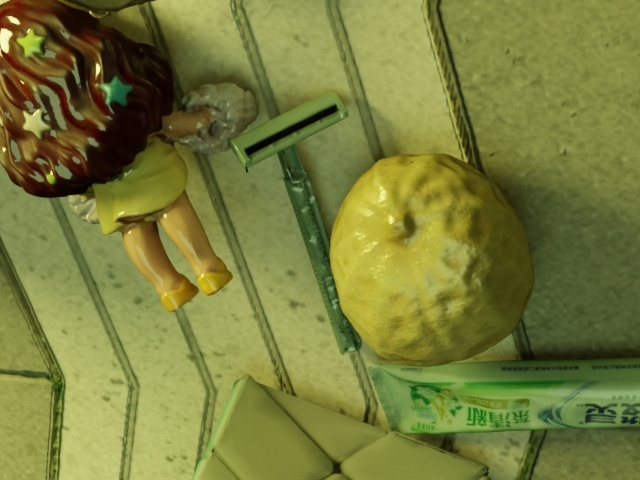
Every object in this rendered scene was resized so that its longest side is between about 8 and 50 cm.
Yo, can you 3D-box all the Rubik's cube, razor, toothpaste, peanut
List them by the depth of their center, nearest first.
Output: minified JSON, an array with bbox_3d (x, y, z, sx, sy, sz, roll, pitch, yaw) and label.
[{"bbox_3d":[0.074,0.014,0.940,0.140,0.109,0.159,-20,117,14],"label":"peanut"},{"bbox_3d":[-0.003,-0.003,0.994,0.084,0.036,0.211,-27,128,-16],"label":"razor"},{"bbox_3d":[0.184,0.113,1.013,0.297,0.048,0.075,-4,126,21],"label":"toothpaste"},{"bbox_3d":[-0.019,0.285,1.053,0.221,0.231,0.225,21,130,1],"label":"Rubik's cube"}]

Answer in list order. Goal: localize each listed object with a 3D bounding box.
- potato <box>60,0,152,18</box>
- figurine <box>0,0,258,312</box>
[{"bbox_3d":[-0.120,-0.225,0.879,0.100,0.089,0.172,27,93,-26],"label":"potato"},{"bbox_3d":[-0.144,-0.065,0.945,0.174,0.116,0.240,-27,111,27],"label":"figurine"}]
